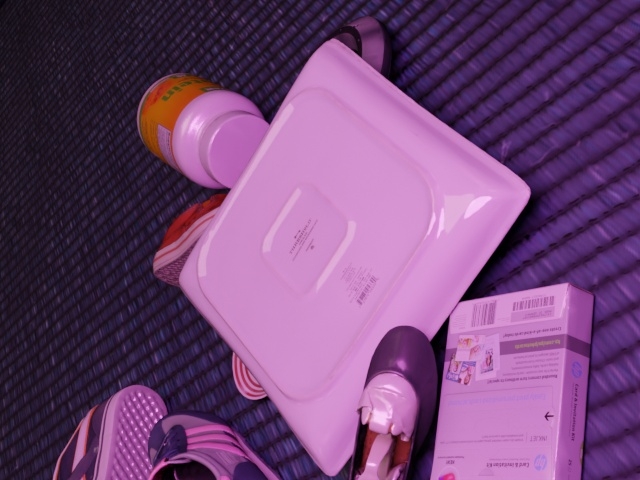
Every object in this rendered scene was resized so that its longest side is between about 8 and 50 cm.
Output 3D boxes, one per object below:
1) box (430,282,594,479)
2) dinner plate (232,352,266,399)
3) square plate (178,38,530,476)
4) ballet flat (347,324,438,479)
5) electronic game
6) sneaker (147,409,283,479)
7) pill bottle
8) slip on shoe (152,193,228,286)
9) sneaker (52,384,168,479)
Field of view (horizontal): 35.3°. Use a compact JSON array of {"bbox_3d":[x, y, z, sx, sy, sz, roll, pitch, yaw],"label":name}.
[{"bbox_3d":[0.163,0.138,0.870,0.145,0.038,0.186,-17,57,51],"label":"box"},{"bbox_3d":[-0.062,0.125,1.221,0.141,0.017,0.141,-33,45,42],"label":"dinner plate"},{"bbox_3d":[0.000,0.000,1.040,0.344,0.049,0.347,46,109,42],"label":"square plate"},{"bbox_3d":[0.061,0.180,0.920,0.074,0.074,0.203,36,119,56],"label":"ballet flat"},{"bbox_3d":[0.017,-0.170,1.249,0.229,0.048,0.229,-45,34,41],"label":"electronic game"},{"bbox_3d":[-0.152,0.263,1.165,0.319,0.131,0.112,16,85,57],"label":"sneaker"},{"bbox_3d":[-0.155,-0.149,1.404,0.246,0.136,0.136,32,98,57],"label":"pill bottle"},{"bbox_3d":[-0.115,-0.020,1.298,0.331,0.123,0.101,-23,49,53],"label":"slip on shoe"},{"bbox_3d":[-0.283,0.353,1.312,0.127,0.126,0.321,-30,37,38],"label":"sneaker"}]
